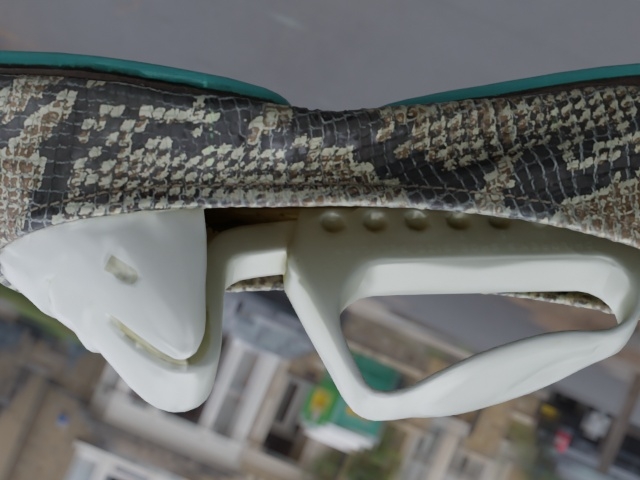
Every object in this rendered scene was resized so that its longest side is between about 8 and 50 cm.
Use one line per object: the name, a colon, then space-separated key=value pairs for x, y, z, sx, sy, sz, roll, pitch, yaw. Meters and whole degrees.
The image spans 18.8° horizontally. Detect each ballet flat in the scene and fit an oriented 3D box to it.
ballet flat: x=0.000 y=0.000 z=0.964 sx=0.482 sy=0.182 sz=0.164 roll=1 pitch=160 yaw=-9
